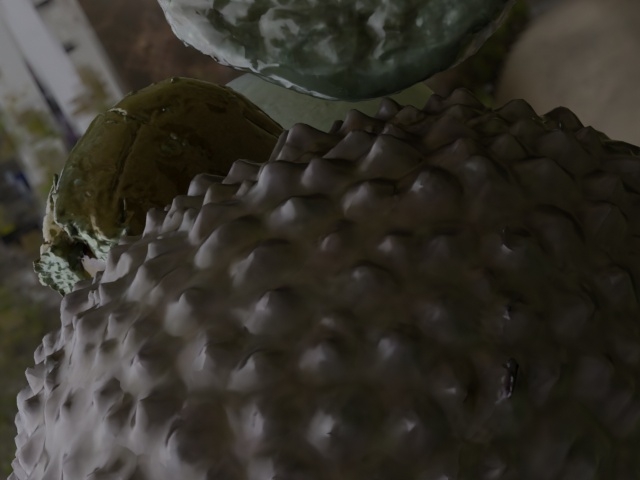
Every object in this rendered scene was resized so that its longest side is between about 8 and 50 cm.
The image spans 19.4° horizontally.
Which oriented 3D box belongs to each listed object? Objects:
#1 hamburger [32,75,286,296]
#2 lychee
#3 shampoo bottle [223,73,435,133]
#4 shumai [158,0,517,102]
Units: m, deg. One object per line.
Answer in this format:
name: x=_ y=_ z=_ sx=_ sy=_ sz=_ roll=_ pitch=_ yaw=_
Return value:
hamburger: x=-0.074 y=0.000 z=1.413 sx=0.309 sy=0.132 sz=0.211 roll=40 pitch=-134 yaw=-37
lychee: x=0.035 y=0.118 z=1.008 sx=0.380 sy=0.432 sz=0.380 roll=41 pitch=-176 yaw=-4
shampoo bottle: x=0.000 y=0.000 z=1.779 sx=0.322 sy=0.322 sz=0.317 roll=60 pitch=-151 yaw=-63
shumai: x=0.037 y=-0.234 z=1.140 sx=0.263 sy=0.309 sz=0.304 roll=-22 pitch=-71 yaw=-81
